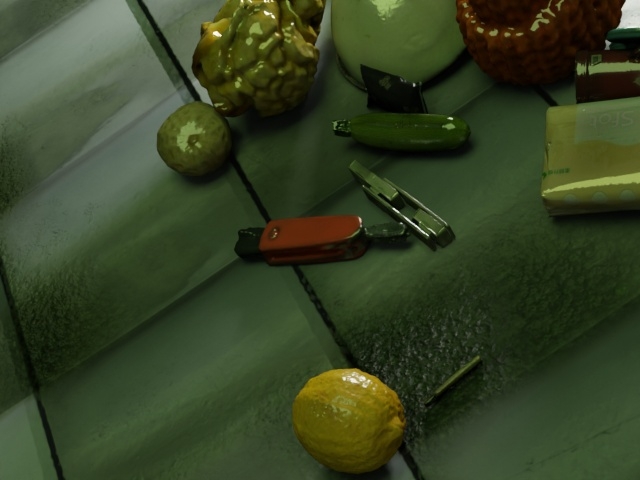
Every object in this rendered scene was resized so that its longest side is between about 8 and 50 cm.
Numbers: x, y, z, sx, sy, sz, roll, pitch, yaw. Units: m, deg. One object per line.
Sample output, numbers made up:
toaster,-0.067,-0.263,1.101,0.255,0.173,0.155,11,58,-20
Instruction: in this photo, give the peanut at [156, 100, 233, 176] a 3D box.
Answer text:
peanut,-0.234,-0.188,2.009,0.140,0.109,0.159,-45,44,2

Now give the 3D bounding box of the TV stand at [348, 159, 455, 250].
TV stand,0.123,-0.061,1.762,0.042,0.036,0.249,-44,47,-6

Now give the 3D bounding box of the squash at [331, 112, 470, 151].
squash,0.139,-0.184,1.829,0.252,0.066,0.066,7,59,32

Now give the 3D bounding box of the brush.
brush,0.000,0.000,1.778,0.323,0.051,0.070,-3,48,31

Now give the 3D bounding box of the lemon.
lemon,0.034,0.247,1.501,0.187,0.142,0.142,13,62,41

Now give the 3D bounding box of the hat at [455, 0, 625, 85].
hat,0.325,-0.439,1.696,0.285,0.400,0.285,-10,64,20

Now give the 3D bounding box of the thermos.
thermos,0.507,-0.253,1.644,0.232,0.124,0.099,-1,53,19

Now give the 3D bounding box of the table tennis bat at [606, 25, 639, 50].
table tennis bat,0.495,-0.312,1.674,0.124,0.201,0.033,3,93,-5

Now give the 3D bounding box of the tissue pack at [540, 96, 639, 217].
tissue pack,0.442,-0.126,1.599,0.222,0.090,0.186,-4,56,27

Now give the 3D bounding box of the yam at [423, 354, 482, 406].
yam,0.189,0.200,1.537,0.107,0.014,0.014,-40,46,-4

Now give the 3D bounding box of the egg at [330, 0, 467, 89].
egg,0.131,-0.408,1.937,0.264,0.174,0.286,-46,51,-5

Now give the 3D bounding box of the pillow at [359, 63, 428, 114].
pillow,0.129,-0.251,1.872,0.150,0.090,0.048,26,72,42

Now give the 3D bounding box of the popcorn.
popcorn,-0.097,-0.372,2.002,0.332,0.225,0.265,-58,19,0
